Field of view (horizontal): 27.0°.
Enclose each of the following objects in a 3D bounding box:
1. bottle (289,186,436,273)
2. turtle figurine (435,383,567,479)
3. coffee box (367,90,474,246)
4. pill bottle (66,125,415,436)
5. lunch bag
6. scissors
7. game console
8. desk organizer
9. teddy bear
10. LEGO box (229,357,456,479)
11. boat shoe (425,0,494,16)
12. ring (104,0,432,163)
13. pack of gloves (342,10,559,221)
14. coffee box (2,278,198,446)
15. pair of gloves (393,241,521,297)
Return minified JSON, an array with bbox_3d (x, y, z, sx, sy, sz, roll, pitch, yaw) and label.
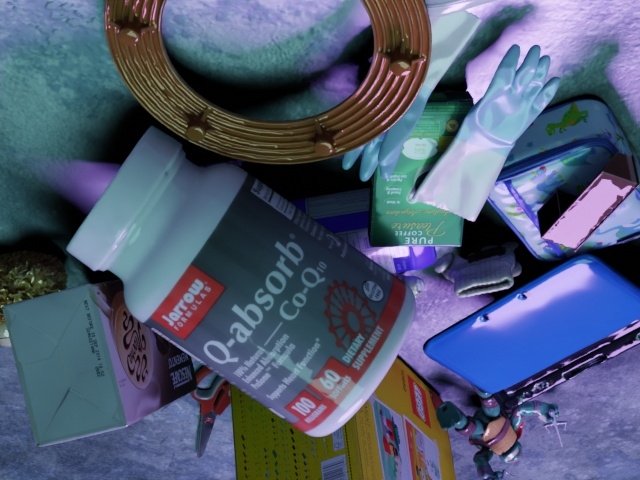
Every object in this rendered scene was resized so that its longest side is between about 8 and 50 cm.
[{"bbox_3d":[0.000,0.000,1.655,0.282,0.092,0.118,-9,141,5],"label":"bottle"},{"bbox_3d":[0.283,0.307,2.105,0.118,0.175,0.234,11,152,48],"label":"turtle figurine"},{"bbox_3d":[0.113,-0.080,1.534,0.113,0.040,0.184,-2,116,-6],"label":"coffee box"},{"bbox_3d":[-0.091,0.044,1.510,0.363,0.210,0.210,35,134,-8],"label":"pill bottle"},{"bbox_3d":[0.299,-0.065,1.616,0.176,0.090,0.219,-18,143,22],"label":"lunch bag"},{"bbox_3d":[-0.182,0.268,2.083,0.109,0.021,0.297,9,144,-25],"label":"scissors"},{"bbox_3d":[0.327,0.093,1.822,0.293,0.250,0.173,-33,98,34],"label":"game console"},{"bbox_3d":[0.305,-0.048,1.524,0.050,0.047,0.130,17,137,-19],"label":"desk organizer"},{"bbox_3d":[-0.493,0.082,1.683,0.338,0.113,0.245,10,144,-22],"label":"teddy bear"},{"bbox_3d":[0.054,0.399,1.884,0.193,0.500,0.372,-22,142,20],"label":"LEGO box"},{"bbox_3d":[0.171,-0.280,1.313,0.184,0.066,0.063,-11,147,24],"label":"boat shoe"},{"bbox_3d":[-0.055,-0.197,1.348,0.336,0.032,0.337,4,135,4],"label":"ring"},{"bbox_3d":[0.138,-0.130,1.444,0.195,0.046,0.232,20,122,-14],"label":"pack of gloves"},{"bbox_3d":[-0.260,0.136,1.629,0.118,0.168,0.297,-14,179,11],"label":"coffee box"},{"bbox_3d":[0.137,0.048,1.709,0.240,0.042,0.204,-12,-175,15],"label":"pair of gloves"}]
